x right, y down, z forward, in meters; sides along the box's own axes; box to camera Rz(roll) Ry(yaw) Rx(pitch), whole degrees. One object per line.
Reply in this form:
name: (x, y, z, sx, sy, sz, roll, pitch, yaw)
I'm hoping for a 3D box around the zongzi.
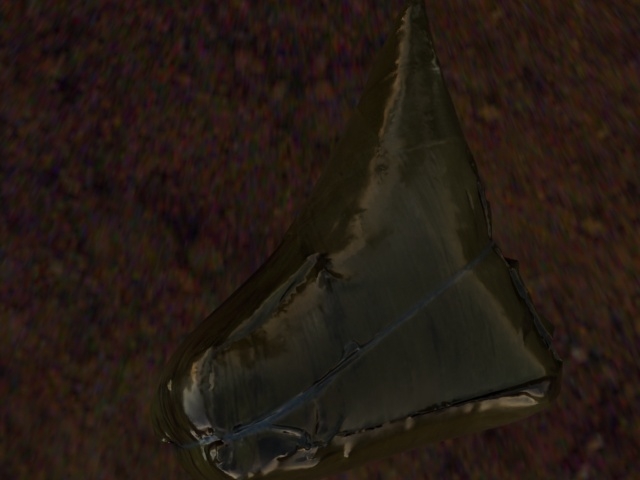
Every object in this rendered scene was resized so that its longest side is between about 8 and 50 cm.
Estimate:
zongzi: (0.000, 0.000, 1.558, 0.323, 0.160, 0.360, -14, 92, -27)
